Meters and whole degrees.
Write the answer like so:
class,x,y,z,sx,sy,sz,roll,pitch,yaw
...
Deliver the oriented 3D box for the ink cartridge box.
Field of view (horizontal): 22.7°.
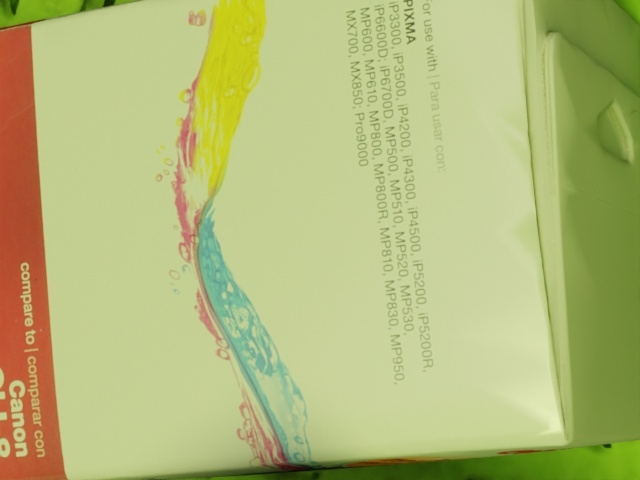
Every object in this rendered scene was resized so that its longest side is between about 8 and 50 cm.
class,x,y,z,sx,sy,sz,roll,pitch,yaw
ink cartridge box,0.000,0.000,0.450,0.176,0.128,0.127,-8,82,24
